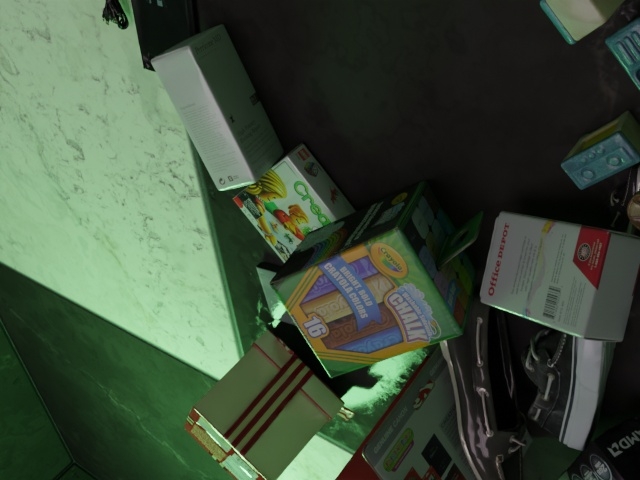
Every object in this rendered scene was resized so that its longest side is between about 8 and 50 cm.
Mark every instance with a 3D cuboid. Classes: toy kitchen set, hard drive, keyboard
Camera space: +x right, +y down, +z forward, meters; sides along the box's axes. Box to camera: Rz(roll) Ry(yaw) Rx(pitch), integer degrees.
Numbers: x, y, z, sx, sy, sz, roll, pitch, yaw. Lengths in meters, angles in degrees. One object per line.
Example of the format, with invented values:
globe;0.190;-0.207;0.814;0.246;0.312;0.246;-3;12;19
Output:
toy kitchen set;0.283;-0.165;0.727;0.207;0.122;0.166;51;142;-5
hard drive;-0.074;0.111;1.384;0.094;0.022;0.135;13;131;35
keyboard;-0.285;-0.418;1.105;0.201;0.033;0.317;20;135;20

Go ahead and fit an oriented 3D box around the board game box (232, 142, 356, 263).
board game box;0.000;0.000;1.192;0.305;0.053;0.193;51;141;-7

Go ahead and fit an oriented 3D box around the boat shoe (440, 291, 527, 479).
boat shoe;0.266;0.242;1.056;0.095;0.112;0.335;-17;89;37

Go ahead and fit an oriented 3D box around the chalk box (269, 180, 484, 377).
chalk box;0.111;0.045;0.997;0.289;0.180;0.179;-23;106;30

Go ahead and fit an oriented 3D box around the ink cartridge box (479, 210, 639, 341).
ink cartridge box;0.294;0.039;0.853;0.175;0.072;0.127;20;100;60

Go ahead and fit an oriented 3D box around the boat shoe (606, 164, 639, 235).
boat shoe;0.365;-0.039;0.829;0.038;0.046;0.125;15;141;27

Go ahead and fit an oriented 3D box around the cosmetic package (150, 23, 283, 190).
cosmetic package;-0.158;-0.209;1.091;0.085;0.117;0.231;-11;118;30

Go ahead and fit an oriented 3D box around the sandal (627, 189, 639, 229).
sandal;0.434;-0.015;0.775;0.180;0.049;0.072;26;128;4

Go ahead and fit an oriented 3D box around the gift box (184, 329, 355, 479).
gift box;-0.102;0.357;1.435;0.255;0.258;0.276;45;150;2

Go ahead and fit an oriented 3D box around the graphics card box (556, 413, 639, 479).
graphics card box;0.499;0.452;0.954;0.371;0.094;0.233;58;163;31

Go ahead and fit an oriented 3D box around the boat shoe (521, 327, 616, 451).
boat shoe;0.345;0.183;0.979;0.119;0.121;0.335;16;135;27

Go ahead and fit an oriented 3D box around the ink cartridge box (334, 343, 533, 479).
ink cartridge box;0.176;0.331;1.116;0.130;0.309;0.272;-17;110;49
